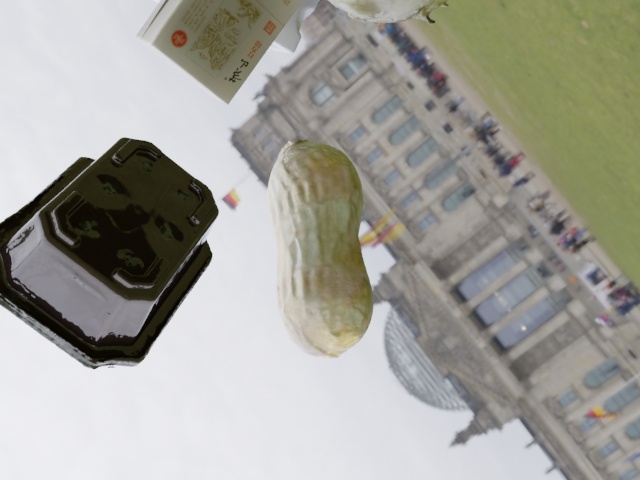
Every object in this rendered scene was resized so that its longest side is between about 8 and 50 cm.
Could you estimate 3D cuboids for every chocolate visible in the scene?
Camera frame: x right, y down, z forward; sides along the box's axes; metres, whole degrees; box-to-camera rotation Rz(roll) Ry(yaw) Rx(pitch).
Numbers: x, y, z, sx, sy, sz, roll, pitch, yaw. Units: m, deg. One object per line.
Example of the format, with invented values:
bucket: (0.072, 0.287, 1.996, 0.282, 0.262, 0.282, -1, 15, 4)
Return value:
chocolate: (0.000, 0.000, 1.012, 0.134, 0.134, 0.309, 34, -139, -50)

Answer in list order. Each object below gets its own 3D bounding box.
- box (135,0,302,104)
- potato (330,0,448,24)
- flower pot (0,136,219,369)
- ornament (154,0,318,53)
box: (-0.117, -0.293, 1.002, 0.141, 0.201, 0.058, 34, -179, -41)
potato: (-0.003, -0.355, 0.678, 0.359, 0.219, 0.269, 31, -141, -24)
flower pot: (-0.188, -0.009, 0.757, 0.179, 0.084, 0.251, 39, -146, -9)
ornament: (-0.140, -0.486, 1.364, 0.240, 0.239, 0.239, 26, 180, -32)
